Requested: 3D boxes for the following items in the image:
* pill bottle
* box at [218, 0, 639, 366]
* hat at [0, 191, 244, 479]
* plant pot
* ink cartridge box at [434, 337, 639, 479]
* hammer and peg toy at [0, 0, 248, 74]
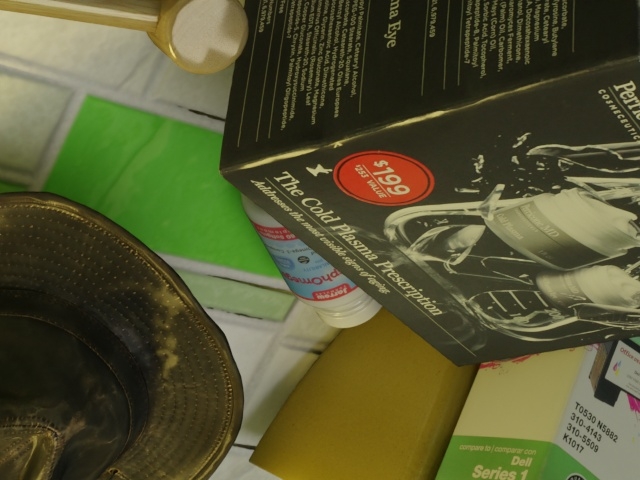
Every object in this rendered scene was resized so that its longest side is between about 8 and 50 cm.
[{"bbox_3d":[0.000,0.000,1.230,0.087,0.087,0.160,-33,133,-5],"label":"pill bottle"},{"bbox_3d":[0.157,-0.073,1.065,0.312,0.179,0.343,-14,145,32],"label":"box"},{"bbox_3d":[-0.229,0.130,1.054,0.331,0.134,0.331,6,119,10],"label":"hat"},{"bbox_3d":[0.103,0.171,1.336,0.212,0.212,0.187,28,83,-39],"label":"plant pot"},{"bbox_3d":[0.236,0.149,1.251,0.201,0.117,0.278,40,63,-31],"label":"ink cartridge box"},{"bbox_3d":[-0.120,-0.259,0.849,0.266,0.127,0.361,-10,117,-26],"label":"hammer and peg toy"}]
